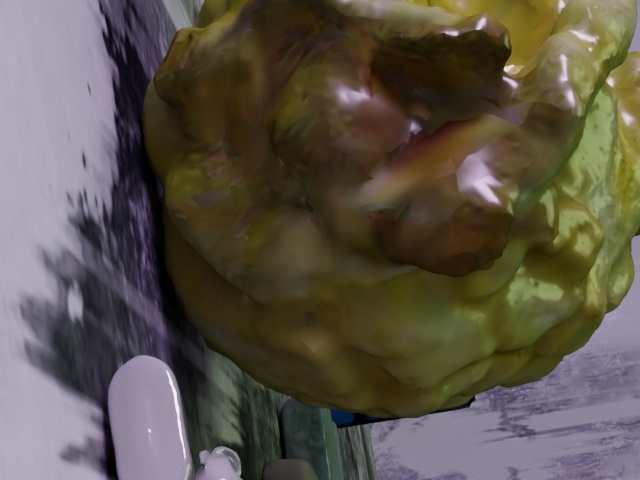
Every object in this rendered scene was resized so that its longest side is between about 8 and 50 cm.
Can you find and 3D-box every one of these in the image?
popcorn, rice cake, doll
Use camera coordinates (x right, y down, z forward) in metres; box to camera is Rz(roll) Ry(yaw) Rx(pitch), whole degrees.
[{"bbox_3d":[0.044,-0.048,0.728,0.237,0.293,0.293,29,46,-54],"label":"popcorn"},{"bbox_3d":[0.004,0.234,1.114,0.085,0.040,0.226,73,8,-65],"label":"rice cake"},{"bbox_3d":[-0.019,0.159,0.555,0.217,0.085,0.183,50,23,-48],"label":"doll"}]

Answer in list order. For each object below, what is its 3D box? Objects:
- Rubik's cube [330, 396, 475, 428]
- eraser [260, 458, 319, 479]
[{"bbox_3d":[0.047,0.060,1.343,0.163,0.160,0.162,-94,175,-57],"label":"Rubik's cube"},{"bbox_3d":[0.000,0.237,0.803,0.204,0.059,0.243,74,11,-65],"label":"eraser"}]
